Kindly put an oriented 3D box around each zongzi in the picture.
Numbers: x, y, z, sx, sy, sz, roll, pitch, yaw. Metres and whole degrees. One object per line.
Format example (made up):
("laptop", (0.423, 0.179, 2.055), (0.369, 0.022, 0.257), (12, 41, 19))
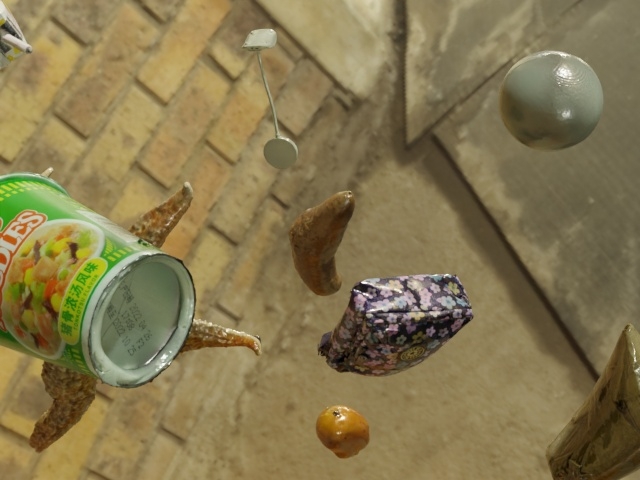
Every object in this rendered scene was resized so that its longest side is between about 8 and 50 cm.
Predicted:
("zongzi", (0.470, 0.287, 1.642), (0.274, 0.300, 0.145), (-33, 33, 17))

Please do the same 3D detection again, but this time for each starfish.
("starfish", (-0.301, 0.095, 1.328), (0.384, 0.398, 0.132), (-16, 16, 6))

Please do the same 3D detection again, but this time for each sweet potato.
("sweet potato", (-0.004, 0.000, 1.803), (0.114, 0.341, 0.092), (9, 58, 1))

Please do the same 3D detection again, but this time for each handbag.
("handbag", (0.119, 0.145, 1.590), (0.208, 0.229, 0.126), (115, 144, -49))

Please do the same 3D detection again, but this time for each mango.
("mango", (0.049, 0.393, 2.002), (0.105, 0.159, 0.084), (-22, 58, 5))

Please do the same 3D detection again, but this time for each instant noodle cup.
("instant noodle cup", (-0.261, 0.049, 1.037), (0.233, 0.207, 0.207), (17, 71, 35))

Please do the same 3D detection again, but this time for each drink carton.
("drink carton", (-0.426, -0.271, 1.242), (0.074, 0.084, 0.200), (-34, 48, -4))

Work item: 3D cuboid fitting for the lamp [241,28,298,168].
("lamp", (-0.068, -0.199, 1.382), (0.050, 0.198, 0.056), (-5, 27, 13))

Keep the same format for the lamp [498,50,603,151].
("lamp", (0.233, -0.141, 0.982), (0.105, 0.105, 0.105), (-29, 40, 28))
